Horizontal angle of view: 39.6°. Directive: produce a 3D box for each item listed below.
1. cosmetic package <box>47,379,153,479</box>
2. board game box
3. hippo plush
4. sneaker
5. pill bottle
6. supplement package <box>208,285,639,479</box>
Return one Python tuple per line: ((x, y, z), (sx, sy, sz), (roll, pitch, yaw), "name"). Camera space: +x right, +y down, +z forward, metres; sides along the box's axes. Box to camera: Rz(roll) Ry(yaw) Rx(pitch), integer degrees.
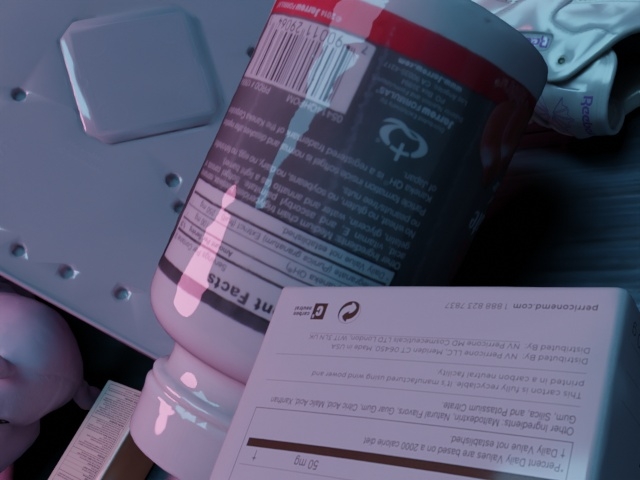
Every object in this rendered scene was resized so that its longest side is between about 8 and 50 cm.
((-0.167, 0.173, 0.695), (0.060, 0.041, 0.115), (10, 62, 43), "cosmetic package")
((-0.148, -0.127, 0.731), (0.389, 0.390, 0.050), (-62, 2, -23), "board game box")
((-0.295, 0.088, 0.795), (0.236, 0.234, 0.294), (40, 91, 24), "hippo plush")
((0.146, -0.142, 0.646), (0.305, 0.114, 0.152), (-9, 53, 25), "sneaker")
((0.000, 0.000, 0.566), (0.176, 0.176, 0.318), (29, 96, 49), "pill bottle")
((0.047, 0.187, 0.376), (0.175, 0.177, 0.292), (-1, 56, 36), "supplement package")
